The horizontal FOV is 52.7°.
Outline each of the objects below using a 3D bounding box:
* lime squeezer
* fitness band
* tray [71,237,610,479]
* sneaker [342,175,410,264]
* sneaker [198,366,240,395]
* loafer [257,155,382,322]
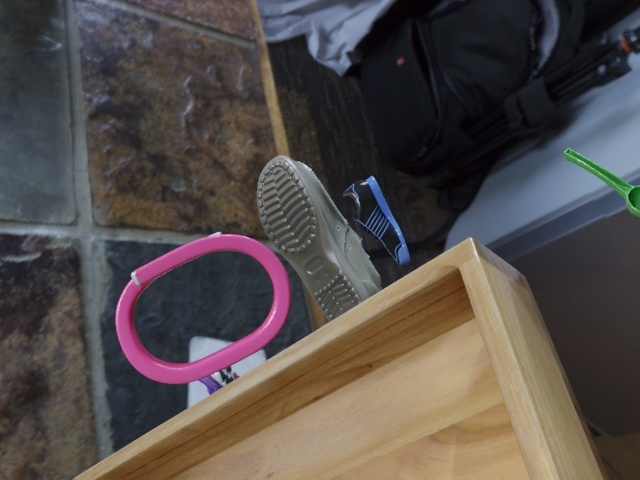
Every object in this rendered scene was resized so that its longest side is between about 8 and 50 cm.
[{"bbox_3d":[0.510,-0.078,0.947,0.058,0.310,0.110,-24,113,-26],"label":"lime squeezer"},{"bbox_3d":[-0.189,0.108,1.049,0.290,0.054,0.209,-26,91,-3],"label":"fitness band"},{"bbox_3d":[-0.028,0.192,0.416,0.076,0.411,0.203,28,38,-39],"label":"tray"},{"bbox_3d":[0.136,-0.037,1.567,0.232,0.090,0.081,64,3,6],"label":"sneaker"},{"bbox_3d":[-0.193,0.310,1.341,0.170,0.071,0.068,56,20,-33],"label":"sneaker"},{"bbox_3d":[0.000,0.000,0.934,0.092,0.102,0.269,-19,80,-57],"label":"loafer"}]
